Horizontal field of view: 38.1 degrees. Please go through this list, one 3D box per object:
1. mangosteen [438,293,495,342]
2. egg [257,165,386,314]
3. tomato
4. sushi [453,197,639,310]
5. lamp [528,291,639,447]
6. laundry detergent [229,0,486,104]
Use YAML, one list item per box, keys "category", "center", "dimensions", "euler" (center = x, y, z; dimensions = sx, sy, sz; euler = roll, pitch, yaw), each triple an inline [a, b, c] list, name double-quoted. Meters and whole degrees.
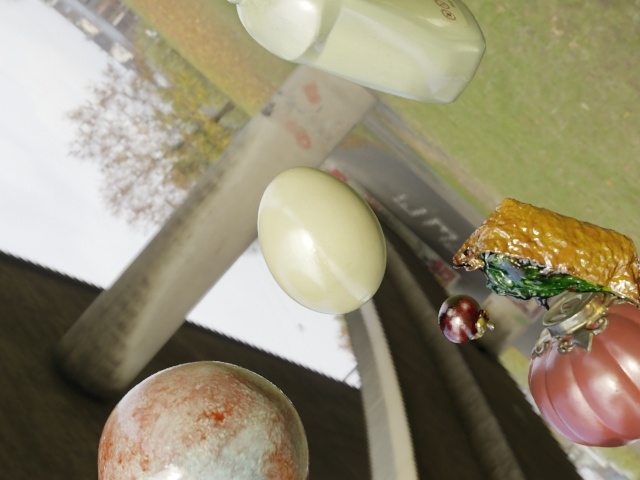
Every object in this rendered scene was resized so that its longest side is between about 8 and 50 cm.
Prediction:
- category: "mangosteen"
  center: [0.229, 0.125, 1.488]
  dimensions: [0.081, 0.081, 0.081]
  euler: [41, -174, -5]
- category: "egg"
  center: [0.000, 0.000, 1.433]
  dimensions: [0.241, 0.186, 0.186]
  euler: [58, -175, -5]
- category: "tomato"
  center: [-0.171, 0.333, 1.365]
  dimensions: [0.317, 0.316, 0.282]
  euler: [38, -171, -30]
- category: "sushi"
  center: [0.343, 0.030, 1.387]
  dimensions: [0.287, 0.140, 0.149]
  euler: [18, 172, -9]
- category: "lamp"
  center: [0.480, 0.196, 1.495]
  dimensions: [0.257, 0.303, 0.303]
  euler: [49, -175, -6]
- category: "laundry detergent"
  center: [0.019, -0.215, 0.863]
  dimensions: [0.253, 0.091, 0.181]
  euler: [11, -144, -24]
